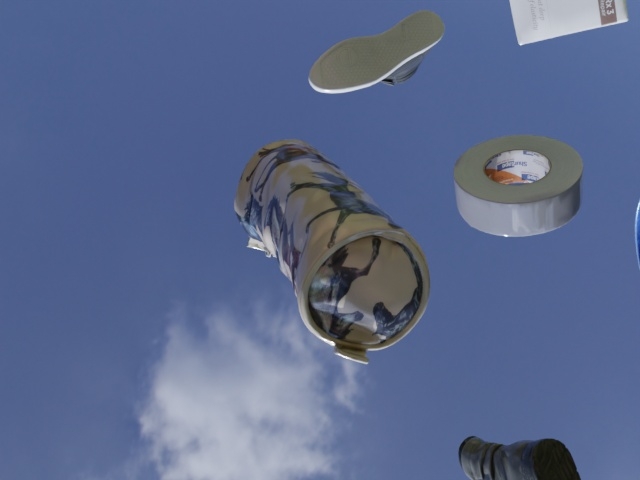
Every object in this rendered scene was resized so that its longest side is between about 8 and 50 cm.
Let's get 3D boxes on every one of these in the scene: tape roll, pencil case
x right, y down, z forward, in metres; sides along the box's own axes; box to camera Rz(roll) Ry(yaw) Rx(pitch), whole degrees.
[{"bbox_3d":[0.343,-0.099,1.468,0.219,0.072,0.219,-8,-145,6],"label":"tape roll"},{"bbox_3d":[0.000,0.000,1.137,0.159,0.184,0.410,4,-160,-20],"label":"pencil case"}]

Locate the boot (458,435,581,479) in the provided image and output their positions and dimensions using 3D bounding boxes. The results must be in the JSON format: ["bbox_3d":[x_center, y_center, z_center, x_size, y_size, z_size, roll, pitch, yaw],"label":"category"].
[{"bbox_3d":[0.268,0.356,1.046,0.083,0.161,0.247,-17,-95,-30],"label":"boot"}]

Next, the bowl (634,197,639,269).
[{"bbox_3d":[0.672,0.066,1.448,0.077,0.391,0.391,-15,-127,-4],"label":"bowl"}]

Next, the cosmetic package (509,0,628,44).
[{"bbox_3d":[0.346,-0.450,1.252,0.156,0.217,0.385,-9,-157,18],"label":"cosmetic package"}]

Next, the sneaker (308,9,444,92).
[{"bbox_3d":[0.103,-0.339,1.664,0.295,0.147,0.105,-29,-101,-17],"label":"sneaker"}]
